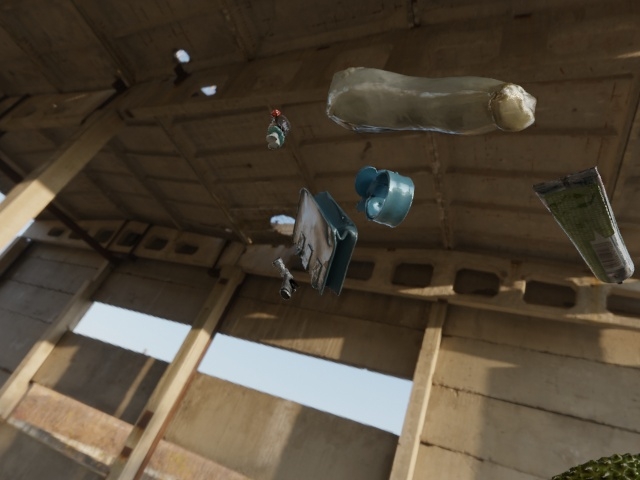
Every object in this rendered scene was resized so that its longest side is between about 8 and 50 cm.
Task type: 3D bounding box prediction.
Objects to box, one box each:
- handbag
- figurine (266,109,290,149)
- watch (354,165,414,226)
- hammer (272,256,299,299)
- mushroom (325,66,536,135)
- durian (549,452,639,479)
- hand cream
[{"bbox_3d":[0.000,0.000,0.917,0.062,0.229,0.179,2,-61,-23],"label":"handbag"},{"bbox_3d":[-0.099,-0.249,0.914,0.047,0.106,0.060,-21,-55,25],"label":"figurine"},{"bbox_3d":[0.213,-0.131,1.314,0.210,0.193,0.211,-3,-58,-5],"label":"watch"},{"bbox_3d":[-0.134,0.151,1.497,0.152,0.044,0.427,56,-1,-4],"label":"hammer"},{"bbox_3d":[0.135,-0.206,0.608,0.351,0.098,0.109,18,9,38],"label":"mushroom"},{"bbox_3d":[0.663,0.601,0.957,0.355,0.158,0.169,-40,-33,25],"label":"durian"},{"bbox_3d":[0.425,-0.016,0.632,0.086,0.055,0.235,-19,-57,46],"label":"hand cream"}]
